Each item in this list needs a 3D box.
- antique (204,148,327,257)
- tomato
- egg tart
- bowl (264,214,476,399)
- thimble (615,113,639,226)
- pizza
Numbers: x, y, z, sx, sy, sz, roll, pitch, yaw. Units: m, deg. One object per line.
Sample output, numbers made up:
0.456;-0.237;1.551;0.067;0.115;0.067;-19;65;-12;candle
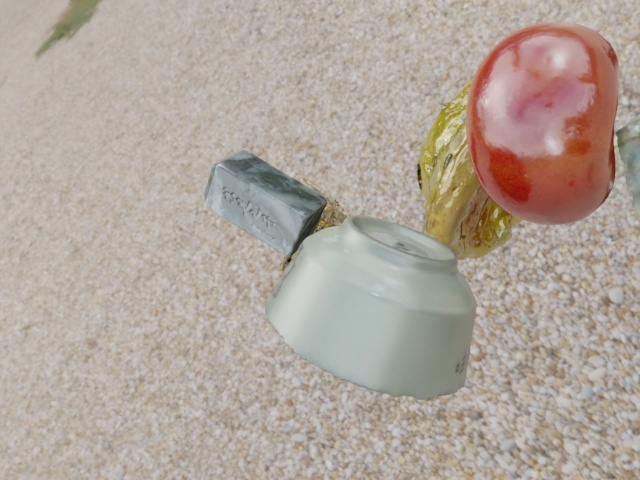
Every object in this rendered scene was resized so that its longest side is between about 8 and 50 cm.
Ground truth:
-0.094;-0.065;0.992;0.086;0.183;0.088;-45;-17;-54;antique
0.217;-0.111;0.602;0.136;0.195;0.195;1;58;25;tomato
0.284;-0.138;0.981;0.388;0.388;0.169;-47;59;0;egg tart
0.059;0.046;0.590;0.211;0.211;0.112;36;114;50;bowl
0.597;-0.092;0.929;0.195;0.291;0.291;-19;47;39;thimble
0.000;0.000;1.107;0.147;0.069;0.226;9;92;20;pizza
